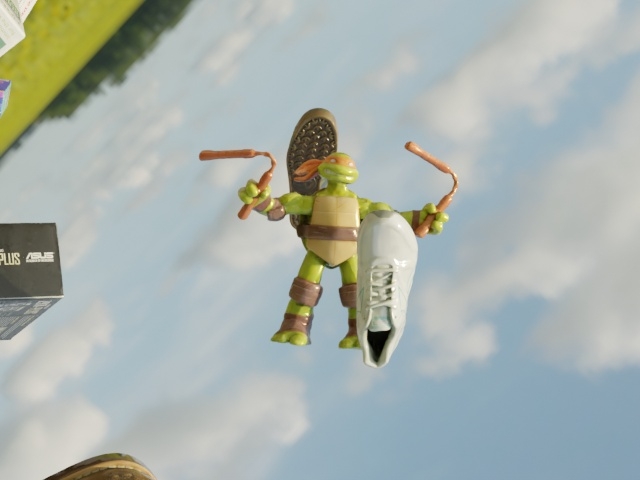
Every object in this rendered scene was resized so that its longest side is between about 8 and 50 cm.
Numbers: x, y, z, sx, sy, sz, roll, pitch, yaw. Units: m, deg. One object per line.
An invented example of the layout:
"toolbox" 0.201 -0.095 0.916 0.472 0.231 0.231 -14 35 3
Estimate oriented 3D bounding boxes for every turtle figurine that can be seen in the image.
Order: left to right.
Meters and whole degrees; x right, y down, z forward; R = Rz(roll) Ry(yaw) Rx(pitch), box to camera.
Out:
"turtle figurine" 0.000 0.000 1.745 0.087 0.270 0.217 180 -85 -79

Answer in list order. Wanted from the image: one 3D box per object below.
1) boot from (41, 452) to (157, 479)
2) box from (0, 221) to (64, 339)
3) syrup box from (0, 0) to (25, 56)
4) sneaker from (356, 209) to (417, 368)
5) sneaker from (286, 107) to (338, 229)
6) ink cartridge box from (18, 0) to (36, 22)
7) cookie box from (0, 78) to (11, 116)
"boot" -0.242 0.256 1.208 0.305 0.112 0.115 -30 -164 -12
"box" -0.347 0.043 1.643 0.180 0.147 0.077 -33 -118 59
"syrup box" -0.343 -0.217 1.589 0.096 0.093 0.237 -39 -161 0
"sneaker" 0.057 0.045 1.483 0.061 0.054 0.152 -81 172 -58
"sneaker" -0.011 -0.109 2.230 0.086 0.064 0.192 -83 180 -51
"ink cartridge box" -0.393 -0.311 1.998 0.092 0.090 0.143 -60 161 -12
"cookie box" -0.464 -0.194 2.262 0.107 0.092 0.040 -111 -150 -75
